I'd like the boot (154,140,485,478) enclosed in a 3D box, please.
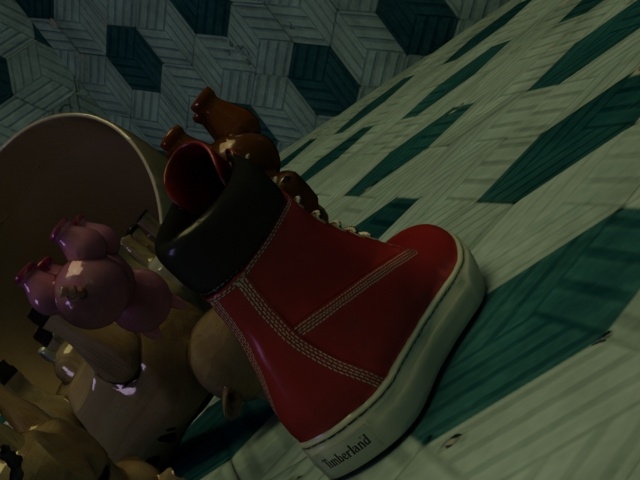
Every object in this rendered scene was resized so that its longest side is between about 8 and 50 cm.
[{"bbox_3d":[0.000,0.000,0.739,0.088,0.176,0.244,-36,6,24],"label":"boot"}]

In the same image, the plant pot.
[{"bbox_3d":[-0.206,0.033,1.336,0.284,0.284,0.191,-35,-27,23],"label":"plant pot"}]

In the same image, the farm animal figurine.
[{"bbox_3d":[-0.111,0.085,0.863,0.330,0.172,0.327,-52,1,-32],"label":"farm animal figurine"}]

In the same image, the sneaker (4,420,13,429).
[{"bbox_3d":[-0.319,0.234,1.133,0.212,0.094,0.080,-40,9,-12],"label":"sneaker"}]
